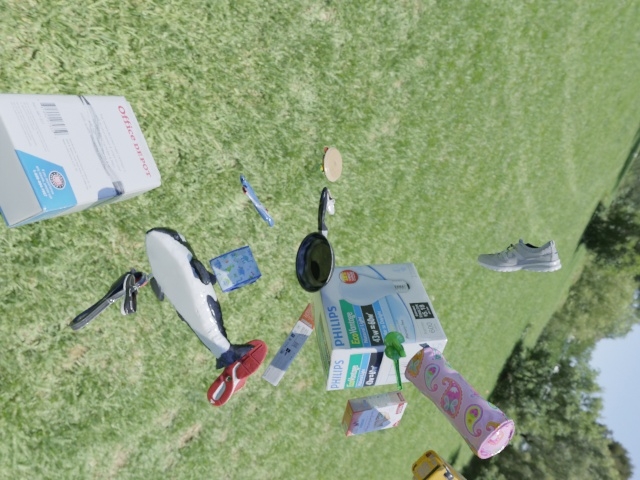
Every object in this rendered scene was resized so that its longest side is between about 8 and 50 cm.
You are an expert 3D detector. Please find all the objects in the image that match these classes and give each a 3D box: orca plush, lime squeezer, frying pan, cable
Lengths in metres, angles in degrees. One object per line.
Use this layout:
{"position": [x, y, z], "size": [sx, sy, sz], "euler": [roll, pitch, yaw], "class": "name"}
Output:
{"position": [-0.217, 0.092, 0.834], "size": [0.151, 0.287, 0.102], "euler": [-44, 176, 34], "class": "orca plush"}
{"position": [0.215, 0.314, 1.199], "size": [0.058, 0.110, 0.310], "euler": [-25, 147, -9], "class": "lime squeezer"}
{"position": [-0.018, 0.008, 1.435], "size": [0.053, 0.197, 0.327], "euler": [8, 73, -38], "class": "frying pan"}
{"position": [-0.657, 0.190, 1.407], "size": [0.287, 0.139, 0.072], "euler": [-58, 135, -39], "class": "cable"}

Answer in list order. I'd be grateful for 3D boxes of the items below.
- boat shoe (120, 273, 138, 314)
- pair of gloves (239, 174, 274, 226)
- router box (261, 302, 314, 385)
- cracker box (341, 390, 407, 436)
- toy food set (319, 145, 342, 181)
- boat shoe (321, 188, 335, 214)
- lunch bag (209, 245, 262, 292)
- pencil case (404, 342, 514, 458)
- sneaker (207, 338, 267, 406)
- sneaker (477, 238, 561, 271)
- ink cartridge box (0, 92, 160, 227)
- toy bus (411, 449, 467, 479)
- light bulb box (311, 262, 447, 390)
{"position": [-0.549, 0.155, 1.271], "size": [0.046, 0.038, 0.125], "euler": [78, 6, -57], "class": "boat shoe"}
{"position": [-0.204, -0.127, 1.404], "size": [0.023, 0.198, 0.159], "euler": [-35, 122, 1], "class": "pair of gloves"}
{"position": [-0.133, 0.496, 2.129], "size": [0.336, 0.082, 0.301], "euler": [-58, 177, 10], "class": "router box"}
{"position": [0.210, 0.680, 1.723], "size": [0.232, 0.067, 0.156], "euler": [-4, 126, -19], "class": "cracker box"}
{"position": [0.026, -0.181, 1.030], "size": [0.082, 0.020, 0.083], "euler": [46, 56, -51], "class": "toy food set"}
{"position": [0.036, -0.144, 1.618], "size": [0.035, 0.035, 0.100], "euler": [-50, 123, -56], "class": "boat shoe"}
{"position": [-0.308, 0.106, 1.568], "size": [0.151, 0.129, 0.096], "euler": [-20, 167, -36], "class": "lunch bag"}
{"position": [0.331, 0.383, 1.071], "size": [0.124, 0.284, 0.124], "euler": [-15, 124, -24], "class": "pencil case"}
{"position": [-0.232, 0.370, 1.271], "size": [0.221, 0.087, 0.128], "euler": [-45, 173, -2], "class": "sneaker"}
{"position": [0.707, 0.050, 1.576], "size": [0.105, 0.281, 0.116], "euler": [-8, 94, -53], "class": "sneaker"}
{"position": [-0.525, -0.179, 0.929], "size": [0.307, 0.128, 0.223], "euler": [-35, 106, -62], "class": "ink cartridge box"}
{"position": [0.407, 0.800, 1.438], "size": [0.108, 0.130, 0.333], "euler": [-42, 120, 0], "class": "toy bus"}
{"position": [0.172, 0.277, 1.475], "size": [0.360, 0.358, 0.226], "euler": [-3, 130, -9], "class": "light bulb box"}
